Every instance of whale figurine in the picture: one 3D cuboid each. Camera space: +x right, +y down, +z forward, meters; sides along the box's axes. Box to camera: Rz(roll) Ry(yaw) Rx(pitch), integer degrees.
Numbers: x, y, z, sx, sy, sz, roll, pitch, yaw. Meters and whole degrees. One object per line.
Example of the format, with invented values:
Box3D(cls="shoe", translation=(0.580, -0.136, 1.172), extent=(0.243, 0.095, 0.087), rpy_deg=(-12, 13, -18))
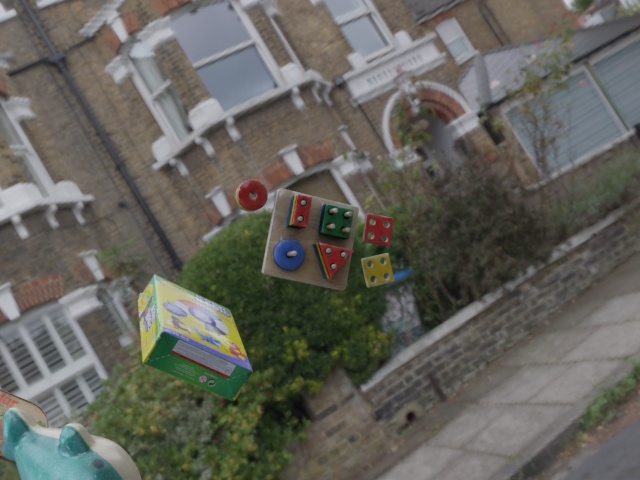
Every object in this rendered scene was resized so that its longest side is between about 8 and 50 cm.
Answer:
Box3D(cls="whale figurine", translation=(-0.417, 0.379, 1.151), extent=(0.141, 0.272, 0.216), rpy_deg=(-44, -21, -53))

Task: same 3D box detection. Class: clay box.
Box3D(cls="clay box", translation=(-0.173, 0.117, 0.965), extent=(0.053, 0.127, 0.222), rpy_deg=(-58, 23, 8))

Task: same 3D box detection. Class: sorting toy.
Box3D(cls="sorting toy", translation=(0.000, 0.000, 1.088), extent=(0.275, 0.132, 0.046), rpy_deg=(13, -9, -19))

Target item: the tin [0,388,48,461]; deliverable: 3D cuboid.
Box3D(cls="tin", translation=(-0.578, 0.320, 1.288), extent=(0.040, 0.190, 0.106), rpy_deg=(-55, 11, 56))
